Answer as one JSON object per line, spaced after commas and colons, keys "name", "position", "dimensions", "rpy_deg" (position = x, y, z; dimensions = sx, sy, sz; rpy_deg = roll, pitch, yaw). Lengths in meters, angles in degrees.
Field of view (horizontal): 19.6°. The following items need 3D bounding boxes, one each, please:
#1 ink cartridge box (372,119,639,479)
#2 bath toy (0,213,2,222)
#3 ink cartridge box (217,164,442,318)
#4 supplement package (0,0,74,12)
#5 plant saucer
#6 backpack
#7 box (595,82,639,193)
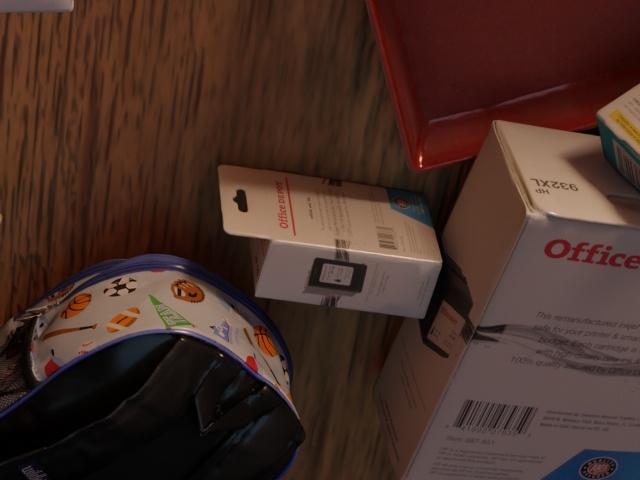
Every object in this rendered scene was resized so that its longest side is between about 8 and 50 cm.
{"name": "ink cartridge box", "position": [0.202, 0.068, 1.546], "dimensions": [0.223, 0.129, 0.307], "rpy_deg": [7, 128, -20]}
{"name": "bath toy", "position": [-0.397, -0.086, 1.391], "dimensions": [0.151, 0.129, 0.348], "rpy_deg": [-35, 121, 16]}
{"name": "ink cartridge box", "position": [0.000, 0.000, 1.515], "dimensions": [0.180, 0.104, 0.060], "rpy_deg": [8, 124, -12]}
{"name": "supplement package", "position": [-0.222, -0.241, 1.273], "dimensions": [0.105, 0.179, 0.105], "rpy_deg": [-2, 124, -6]}
{"name": "plant saucer", "position": [0.167, -0.181, 1.418], "dimensions": [0.258, 0.048, 0.259], "rpy_deg": [-15, 140, 3]}
{"name": "backpack", "position": [-0.150, 0.142, 1.531], "dimensions": [0.263, 0.213, 0.276], "rpy_deg": [-32, 129, 24]}
{"name": "box", "position": [0.341, -0.117, 1.431], "dimensions": [0.244, 0.100, 0.060], "rpy_deg": [-32, 142, -8]}
